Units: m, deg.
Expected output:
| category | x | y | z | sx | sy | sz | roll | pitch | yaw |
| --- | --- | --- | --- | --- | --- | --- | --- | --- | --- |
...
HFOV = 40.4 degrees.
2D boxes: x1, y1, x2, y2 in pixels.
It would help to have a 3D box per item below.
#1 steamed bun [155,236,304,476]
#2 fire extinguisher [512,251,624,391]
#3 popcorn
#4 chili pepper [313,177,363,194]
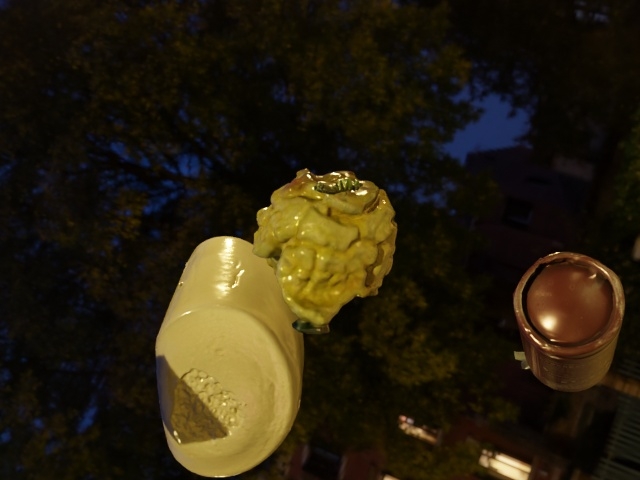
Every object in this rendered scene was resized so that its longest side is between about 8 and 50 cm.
| category | x | y | z | sx | sy | sz | roll | pitch | yaw |
| --- | --- | --- | --- | --- | --- | --- | --- | --- | --- |
| steamed bun | -0.175 | 0.253 | 1.911 | 0.371 | 0.289 | 0.456 | -80 | -11 | -62 |
| fire extinguisher | 0.241 | 0.094 | 0.868 | 0.105 | 0.104 | 0.269 | -67 | -21 | -11 |
| popcorn | 0.001 | -0.009 | 1.595 | 0.293 | 0.292 | 0.237 | -35 | -48 | -56 |
| chili pepper | 0.025 | -0.077 | 1.258 | 0.083 | 0.022 | 0.027 | -7 | -47 | -37 |
